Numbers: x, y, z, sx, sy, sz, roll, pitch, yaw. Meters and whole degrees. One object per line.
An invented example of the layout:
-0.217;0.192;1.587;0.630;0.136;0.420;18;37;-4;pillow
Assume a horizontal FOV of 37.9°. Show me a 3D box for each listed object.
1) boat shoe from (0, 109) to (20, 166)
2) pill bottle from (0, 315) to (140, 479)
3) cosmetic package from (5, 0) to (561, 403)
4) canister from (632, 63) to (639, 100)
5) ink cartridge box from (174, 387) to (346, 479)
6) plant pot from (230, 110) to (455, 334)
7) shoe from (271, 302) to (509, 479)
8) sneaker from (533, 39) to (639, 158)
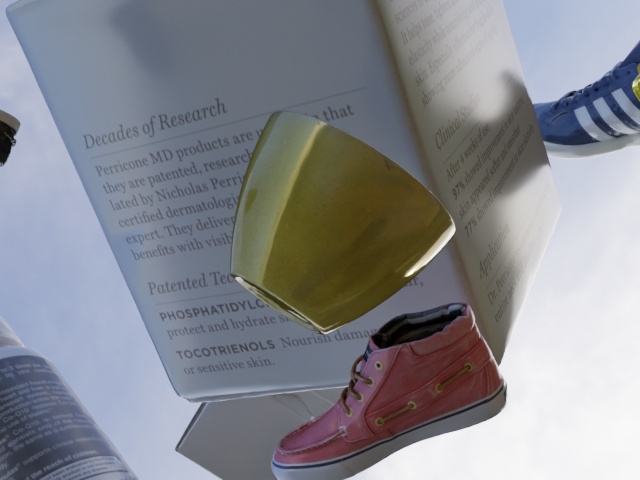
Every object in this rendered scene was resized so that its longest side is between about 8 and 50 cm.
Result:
-0.279;-0.087;0.657;0.125;0.046;0.038;20;-111;-26;boat shoe
-0.375;0.260;1.133;0.204;0.361;0.204;-33;-31;-23;pill bottle
-0.001;-0.109;0.878;0.329;0.328;0.393;-47;-59;-55;cosmetic package
0.289;-0.139;0.565;0.073;0.126;0.170;39;-91;-20;canister
-0.054;0.237;1.275;0.198;0.270;0.197;32;-95;1;ink cartridge box
0.000;0.000;0.565;0.134;0.134;0.095;39;-102;-32;plant pot
0.037;0.106;0.655;0.178;0.063;0.081;-22;-73;6;shoe
0.395;-0.196;1.195;0.131;0.350;0.148;-44;-58;-38;sneaker
